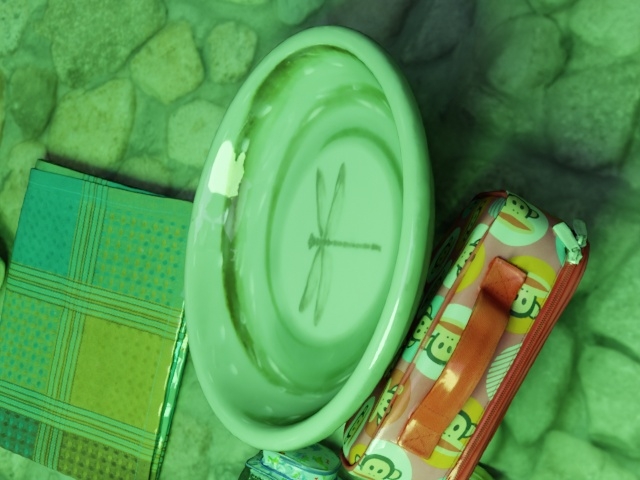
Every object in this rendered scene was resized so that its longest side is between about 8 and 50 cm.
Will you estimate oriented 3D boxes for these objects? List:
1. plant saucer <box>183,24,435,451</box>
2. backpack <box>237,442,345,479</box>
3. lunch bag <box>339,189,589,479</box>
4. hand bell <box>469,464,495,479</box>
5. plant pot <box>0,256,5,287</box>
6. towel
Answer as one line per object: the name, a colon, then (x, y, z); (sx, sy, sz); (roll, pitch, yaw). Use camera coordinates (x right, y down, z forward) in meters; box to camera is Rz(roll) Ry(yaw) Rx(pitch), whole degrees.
plant saucer: (0.000, 0.000, 0.986); (0.400, 0.100, 0.400); (-21, 64, 54)
backpack: (-0.022, 0.262, 1.100); (0.114, 0.105, 0.084); (28, 102, 15)
lunch bag: (0.124, 0.095, 0.930); (0.120, 0.258, 0.293); (30, 90, 1)
hand bell: (0.104, 0.354, 1.064); (0.126, 0.126, 0.242); (13, 108, 23)
plant pot: (-0.537, 0.005, 1.265); (0.274, 0.256, 0.256); (31, 103, 6)
towel: (-0.276, 0.106, 1.246); (0.271, 0.040, 0.370); (17, 99, 23)
